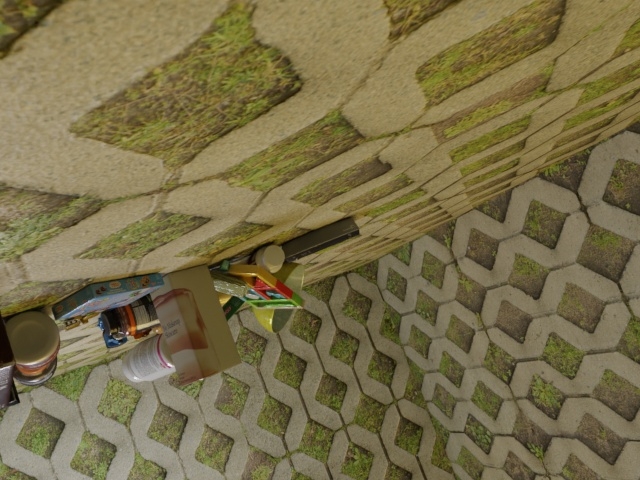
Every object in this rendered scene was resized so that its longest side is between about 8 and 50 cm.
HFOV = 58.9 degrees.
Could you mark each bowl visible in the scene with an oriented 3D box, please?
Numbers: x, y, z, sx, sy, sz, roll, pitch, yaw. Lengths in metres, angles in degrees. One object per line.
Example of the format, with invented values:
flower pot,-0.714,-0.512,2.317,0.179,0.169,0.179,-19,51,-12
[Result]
bowl,-0.190,0.201,2.202,0.156,0.289,0.289,19,-177,15

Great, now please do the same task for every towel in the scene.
towel,-0.284,0.128,1.676,0.148,0.027,0.110,14,152,-1

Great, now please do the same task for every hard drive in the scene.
hard drive,0.000,0.000,1.821,0.255,0.054,0.172,-22,173,2

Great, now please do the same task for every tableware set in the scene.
tableware set,-0.675,0.217,1.595,0.104,0.024,0.154,-22,172,-25

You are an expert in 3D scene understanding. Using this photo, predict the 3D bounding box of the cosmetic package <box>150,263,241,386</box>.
cosmetic package,-0.351,0.235,1.574,0.129,0.296,0.153,-14,168,-41

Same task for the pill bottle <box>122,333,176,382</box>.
pill bottle,-0.628,0.448,2.184,0.283,0.160,0.160,-26,171,33

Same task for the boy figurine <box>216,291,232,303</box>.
boy figurine,-0.393,0.239,2.288,0.285,0.092,0.177,-18,170,-5

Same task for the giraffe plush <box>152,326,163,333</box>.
giraffe plush,-0.495,0.239,1.862,0.171,0.181,0.210,-12,-152,5

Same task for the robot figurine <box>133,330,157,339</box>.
robot figurine,-0.635,0.327,2.240,0.211,0.085,0.291,-21,173,3

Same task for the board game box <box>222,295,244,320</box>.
board game box,-0.280,0.198,1.946,0.317,0.046,0.213,-49,-176,-23

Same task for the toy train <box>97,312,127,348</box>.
toy train,-0.642,0.275,1.769,0.080,0.105,0.184,-18,172,-29

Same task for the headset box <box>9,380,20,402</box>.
headset box,-1.013,0.450,1.624,0.246,0.131,0.283,-17,172,-28

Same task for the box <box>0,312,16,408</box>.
box,-0.737,0.267,1.134,0.191,0.143,0.381,-16,164,-35

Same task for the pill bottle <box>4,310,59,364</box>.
pill bottle,-0.686,0.243,1.353,0.121,0.121,0.216,-18,172,-27

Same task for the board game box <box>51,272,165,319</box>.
board game box,-0.514,0.135,1.385,0.160,0.039,0.211,-26,172,29

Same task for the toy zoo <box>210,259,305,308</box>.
toy zoo,-0.203,0.138,1.724,0.192,0.030,0.293,-5,148,32

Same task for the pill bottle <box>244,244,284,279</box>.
pill bottle,-0.165,0.066,1.698,0.086,0.086,0.152,-17,172,-30

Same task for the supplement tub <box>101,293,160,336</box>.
supplement tub,-0.533,0.217,1.667,0.198,0.106,0.106,-16,171,-34

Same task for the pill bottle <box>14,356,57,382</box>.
pill bottle,-0.852,0.360,1.684,0.130,0.130,0.246,-18,171,-29
